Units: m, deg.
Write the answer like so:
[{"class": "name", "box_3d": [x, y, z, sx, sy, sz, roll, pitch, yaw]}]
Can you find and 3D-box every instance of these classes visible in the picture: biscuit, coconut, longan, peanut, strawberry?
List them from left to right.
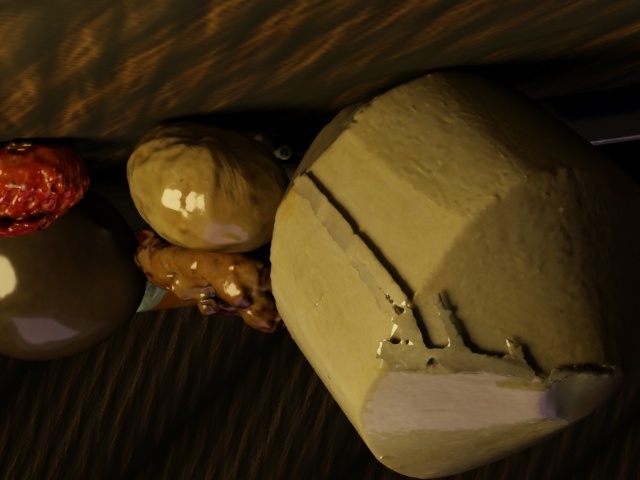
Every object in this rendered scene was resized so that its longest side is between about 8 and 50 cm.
[{"class": "strawberry", "box_3d": [-0.295, -0.040, 1.153, 0.188, 0.082, 0.121, -10, 180, 2]}, {"class": "longan", "box_3d": [-0.284, 0.025, 1.301, 0.220, 0.196, 0.197, 18, 164, -34]}, {"class": "peanut", "box_3d": [-0.092, -0.044, 1.101, 0.141, 0.109, 0.159, 6, 178, -1]}, {"class": "biscuit", "box_3d": [-0.018, 0.042, 1.302, 0.334, 0.081, 0.289, 4, -171, -42]}, {"class": "coconut", "box_3d": [0.119, 0.034, 1.028, 0.323, 0.322, 0.323, -7, 178, 0]}]

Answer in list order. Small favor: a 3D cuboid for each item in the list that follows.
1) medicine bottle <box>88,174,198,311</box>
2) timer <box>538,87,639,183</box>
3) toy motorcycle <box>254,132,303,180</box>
[{"class": "medicine bottle", "box_3d": [-0.144, -0.002, 1.536, 0.318, 0.158, 0.158, -4, 176, -42]}, {"class": "timer", "box_3d": [0.295, -0.017, 1.259, 0.178, 0.253, 0.078, -6, 178, 17]}, {"class": "toy motorcycle", "box_3d": [-0.067, -0.055, 1.316, 0.150, 0.102, 0.221, 15, -177, 21]}]
